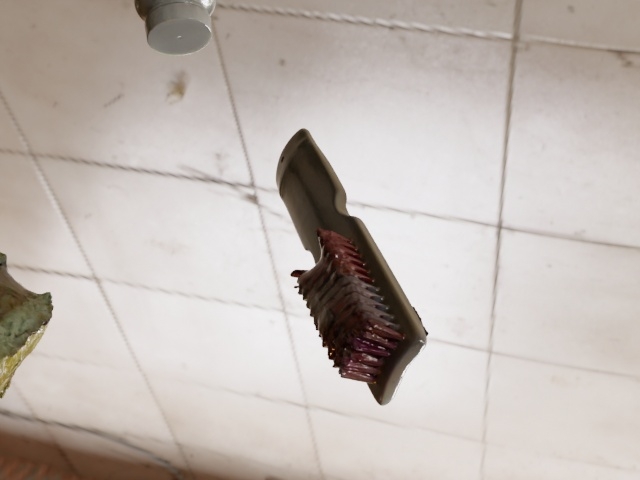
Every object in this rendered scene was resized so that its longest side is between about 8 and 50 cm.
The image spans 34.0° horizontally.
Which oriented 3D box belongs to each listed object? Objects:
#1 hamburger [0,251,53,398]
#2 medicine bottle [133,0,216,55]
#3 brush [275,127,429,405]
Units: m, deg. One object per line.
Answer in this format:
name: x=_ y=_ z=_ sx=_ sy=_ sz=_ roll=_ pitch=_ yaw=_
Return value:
hamburger: x=-0.323 y=0.122 z=0.803 sx=0.132 sy=0.309 sz=0.211 roll=35 pitch=102 yaw=-9
medicine bottle: x=-0.143 y=-0.253 z=1.011 sx=0.079 sy=0.140 sz=0.079 roll=-9 pitch=157 yaw=-4
brush: x=0.000 y=0.000 z=0.779 sx=0.050 sy=0.321 sz=0.060 roll=18 pitch=113 yaw=-24
